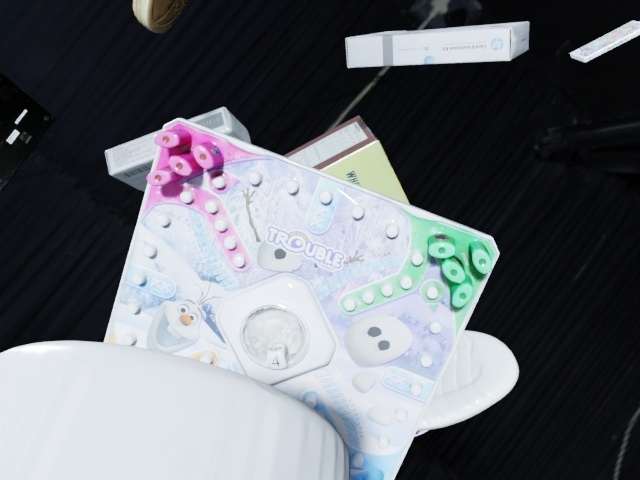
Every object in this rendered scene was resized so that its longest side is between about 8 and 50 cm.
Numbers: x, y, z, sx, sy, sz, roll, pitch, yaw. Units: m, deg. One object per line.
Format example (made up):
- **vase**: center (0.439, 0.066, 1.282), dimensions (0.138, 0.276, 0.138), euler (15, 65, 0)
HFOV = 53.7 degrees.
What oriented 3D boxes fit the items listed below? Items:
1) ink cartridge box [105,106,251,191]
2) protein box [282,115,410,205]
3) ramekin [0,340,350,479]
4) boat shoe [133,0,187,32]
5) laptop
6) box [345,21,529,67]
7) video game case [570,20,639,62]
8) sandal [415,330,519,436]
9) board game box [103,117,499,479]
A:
- **ink cartridge box**: center (-0.279, -0.176, 1.373), dimensions (0.239, 0.275, 0.060), euler (38, 35, -73)
- **protein box**: center (0.023, -0.040, 0.938), dimensions (0.199, 0.201, 0.136), euler (60, 6, -26)
- **ramekin**: center (-0.111, 0.173, 0.400), dimensions (0.278, 0.135, 0.277), euler (8, -32, 5)
- **boat shoe**: center (-0.252, -0.463, 0.981), dimensions (0.090, 0.285, 0.104), euler (9, -4, 14)
- **laptop**: center (-0.808, -0.277, 1.458), dimensions (0.137, 0.234, 0.264), euler (-3, -36, 42)
- **box**: center (0.143, -0.234, 0.754), dimensions (0.186, 0.038, 0.145), euler (3, 21, 25)
- **video game case**: center (0.527, -0.363, 1.152), dimensions (0.011, 0.122, 0.087), euler (59, 15, -17)
- **sandal**: center (0.122, 0.267, 1.038), dimensions (0.102, 0.417, 0.169), euler (53, 20, -40)
- **board game box**: center (-0.053, 0.110, 0.722), dimensions (0.390, 0.389, 0.050), euler (21, 17, 3)
